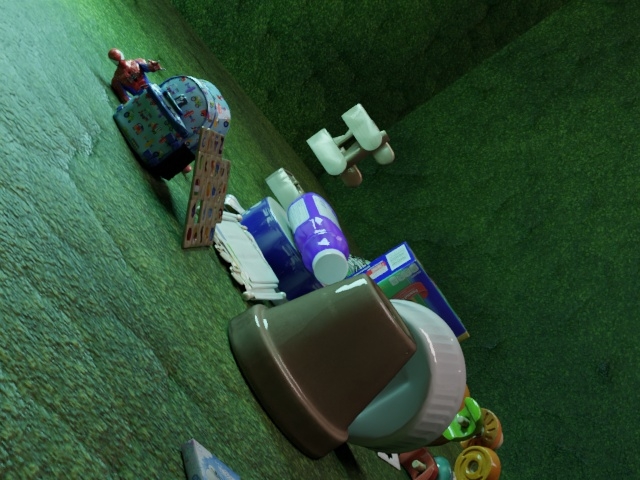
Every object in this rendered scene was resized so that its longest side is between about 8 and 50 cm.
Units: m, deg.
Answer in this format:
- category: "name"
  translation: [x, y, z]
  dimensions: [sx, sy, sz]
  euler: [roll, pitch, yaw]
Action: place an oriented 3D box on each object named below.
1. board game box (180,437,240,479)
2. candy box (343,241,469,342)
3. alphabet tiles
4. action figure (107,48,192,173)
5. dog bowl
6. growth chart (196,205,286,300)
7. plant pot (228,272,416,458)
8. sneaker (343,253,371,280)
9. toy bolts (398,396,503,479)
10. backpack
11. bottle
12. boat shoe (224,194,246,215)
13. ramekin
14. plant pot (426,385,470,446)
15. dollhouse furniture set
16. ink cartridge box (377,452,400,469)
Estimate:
- category: "board game box"
  translation: [-0.107, 0.266, 0.983]
  dimensions: [0.090, 0.020, 0.090]
  euler: [50, 7, -38]
- category: "candy box"
  translation: [0.217, 0.205, 2.601]
  dimensions: [0.317, 0.268, 0.122]
  euler: [52, 11, -30]
- category: "alphabet tiles"
  translation: [-0.192, -0.088, 1.615]
  dimensions: [0.237, 0.009, 0.198]
  euler: [-8, 108, -83]
- category: "action figure"
  translation: [-0.305, -0.251, 1.788]
  dimensions: [0.280, 0.091, 0.139]
  euler: [52, -10, -27]
- category: "dog bowl"
  translation: [-0.078, 0.041, 1.979]
  dimensions: [0.265, 0.104, 0.265]
  euler: [54, 7, -9]
- category: "growth chart"
  translation: [-0.151, 0.025, 1.771]
  dimensions: [0.172, 0.021, 0.237]
  euler: [18, 35, -57]
- category: "plant pot"
  translation: [0.018, 0.171, 1.473]
  dimensions: [0.263, 0.229, 0.263]
  euler: [53, 6, -8]
- category: "sneaker"
  translation: [0.069, 0.074, 2.731]
  dimensions: [0.344, 0.146, 0.134]
  euler: [55, 6, 0]
- category: "toy bolts"
  translation: [0.312, 0.493, 2.022]
  dimensions: [0.158, 0.228, 0.218]
  euler: [38, 22, -39]
- category: "backpack"
  translation: [-0.256, -0.217, 1.661]
  dimensions: [0.158, 0.173, 0.117]
  euler: [59, 7, 21]
- category: "bottle"
  translation: [0.000, 0.000, 1.870]
  dimensions: [0.118, 0.092, 0.283]
  euler: [52, 7, -24]
- category: "boat shoe"
  translation: [-0.182, -0.055, 2.051]
  dimensions: [0.100, 0.035, 0.035]
  euler: [56, 32, -33]
- category: "ramekin"
  translation: [0.104, 0.235, 1.637]
  dimensions: [0.277, 0.277, 0.135]
  euler: [58, 15, 22]
- category: "plant pot"
  translation: [0.213, 0.371, 2.142]
  dimensions: [0.188, 0.205, 0.205]
  euler: [16, 37, -56]
- category: "dollhouse furniture set"
  translation: [0.067, -0.192, 2.949]
  dimensions: [0.257, 0.394, 0.362]
  euler: [57, 6, 8]
- category: "ink cartridge box"
  translation: [0.112, 0.392, 1.981]
  dimensions: [0.145, 0.045, 0.179]
  euler: [47, 28, -56]
